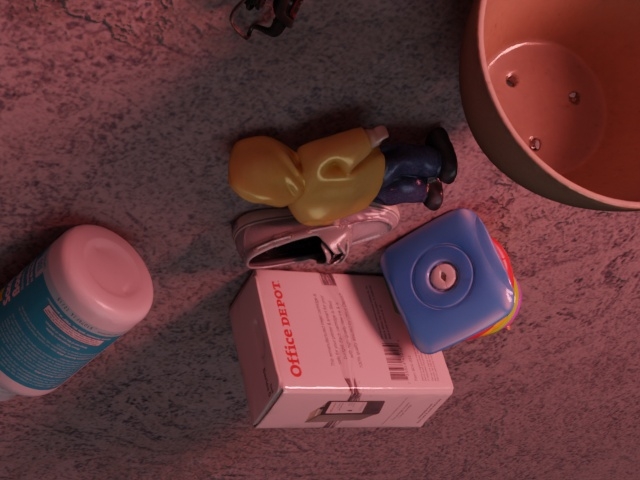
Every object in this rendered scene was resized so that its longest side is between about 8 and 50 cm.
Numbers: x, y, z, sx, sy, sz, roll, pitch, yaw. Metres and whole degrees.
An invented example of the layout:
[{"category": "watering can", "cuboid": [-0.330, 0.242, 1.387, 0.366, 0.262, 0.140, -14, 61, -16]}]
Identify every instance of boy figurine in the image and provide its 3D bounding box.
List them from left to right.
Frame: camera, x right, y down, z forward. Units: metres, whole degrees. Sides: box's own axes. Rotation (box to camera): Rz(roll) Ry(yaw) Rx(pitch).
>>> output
[{"category": "boy figurine", "cuboid": [0.020, -0.077, 1.625, 0.285, 0.092, 0.177, -3, 144, -18]}]

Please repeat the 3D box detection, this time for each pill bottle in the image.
[{"category": "pill bottle", "cuboid": [-0.347, 0.104, 1.682, 0.264, 0.146, 0.146, -38, 141, 28]}]

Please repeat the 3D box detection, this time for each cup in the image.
[{"category": "cup", "cuboid": [0.283, -0.173, 1.441, 0.331, 0.331, 0.237, -5, 171, -16]}]

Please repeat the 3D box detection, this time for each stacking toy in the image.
[{"category": "stacking toy", "cuboid": [0.230, 0.083, 1.914, 0.166, 0.175, 0.302, -29, 156, 16]}]

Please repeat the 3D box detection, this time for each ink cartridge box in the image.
[{"category": "ink cartridge box", "cuboid": [0.025, 0.155, 1.866, 0.273, 0.198, 0.114, 4, 143, -27]}]

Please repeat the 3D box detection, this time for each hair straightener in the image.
[{"category": "hair straightener", "cuboid": [-0.041, -0.287, 1.346, 0.089, 0.047, 0.230, 4, 146, -27]}]

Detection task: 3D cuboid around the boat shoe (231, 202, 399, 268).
[{"category": "boat shoe", "cuboid": [0.000, -0.001, 1.734, 0.228, 0.081, 0.079, -8, 146, -12]}]
